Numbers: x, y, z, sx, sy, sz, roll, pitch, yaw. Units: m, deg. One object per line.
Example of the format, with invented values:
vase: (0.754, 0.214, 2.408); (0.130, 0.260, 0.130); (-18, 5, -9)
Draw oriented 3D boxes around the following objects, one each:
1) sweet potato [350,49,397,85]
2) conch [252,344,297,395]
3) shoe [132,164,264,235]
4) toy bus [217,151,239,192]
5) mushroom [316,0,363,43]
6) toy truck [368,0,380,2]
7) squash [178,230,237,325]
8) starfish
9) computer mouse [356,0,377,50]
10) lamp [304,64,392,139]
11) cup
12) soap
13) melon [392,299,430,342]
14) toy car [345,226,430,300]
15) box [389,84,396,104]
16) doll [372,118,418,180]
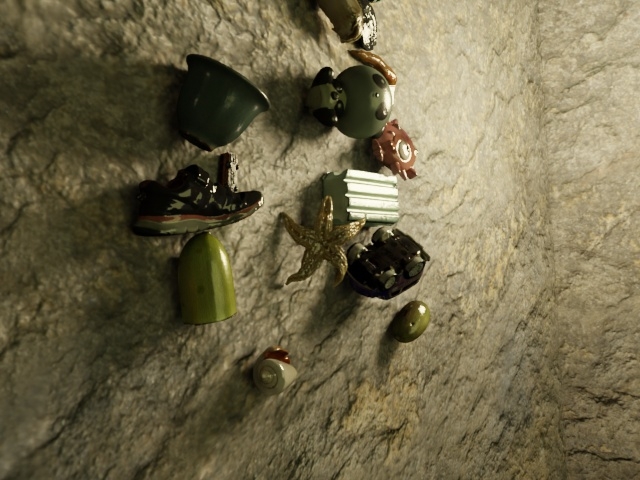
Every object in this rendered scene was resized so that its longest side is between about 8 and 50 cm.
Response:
sweet potato: (0.169, -0.523, 1.852); (0.214, 0.050, 0.050); (28, 68, -46)
conch: (-0.096, 0.306, 1.467); (0.176, 0.094, 0.104); (-7, 54, -55)
shoe: (-0.253, -0.087, 1.270); (0.291, 0.114, 0.137); (-12, 95, -40)
toy bus: (-0.209, -0.141, 1.382); (0.031, 0.043, 0.110); (15, 75, -53)
mushroom: (0.038, -0.730, 1.645); (0.177, 0.126, 0.397); (-3, 88, -59)
toy truck: (0.171, -0.842, 1.826); (0.140, 0.108, 0.257); (-22, 109, -35)
squash: (-0.235, 0.074, 1.285); (0.123, 0.123, 0.187); (-8, 95, -50)
starfish: (0.000, 0.000, 1.570); (0.277, 0.062, 0.236); (-39, 95, -13)
computer mouse: (0.121, -0.641, 1.787); (0.192, 0.062, 0.106); (52, 52, -34)
lamp: (0.082, -0.370, 1.646); (0.243, 0.197, 0.198); (-5, 93, -42)
cup: (-0.224, -0.267, 1.285); (0.199, 0.199, 0.150); (35, 80, -44)
soap: (0.114, -0.115, 1.743); (0.261, 0.094, 0.150); (2, 82, -49)
melon: (0.282, 0.254, 1.920); (0.162, 0.099, 0.099); (-49, 125, -38)
toy car: (0.179, 0.084, 1.746); (0.235, 0.172, 0.158); (-26, 140, -25)
box: (0.184, -0.437, 1.861); (0.084, 0.060, 0.063); (-19, 108, -51)
doll: (0.220, -0.278, 1.855); (0.262, 0.093, 0.211); (-13, 79, -58)
